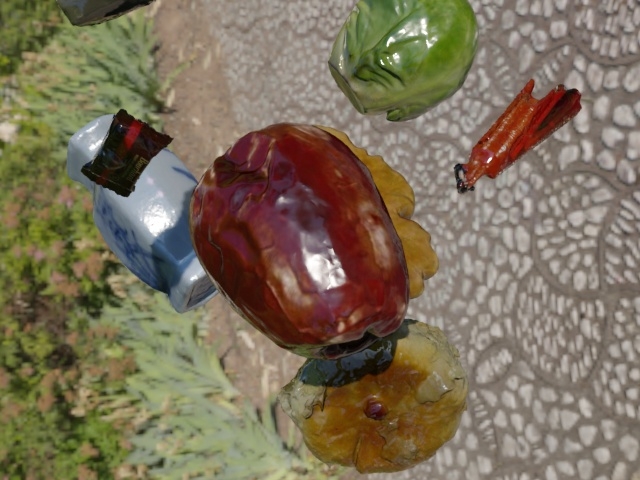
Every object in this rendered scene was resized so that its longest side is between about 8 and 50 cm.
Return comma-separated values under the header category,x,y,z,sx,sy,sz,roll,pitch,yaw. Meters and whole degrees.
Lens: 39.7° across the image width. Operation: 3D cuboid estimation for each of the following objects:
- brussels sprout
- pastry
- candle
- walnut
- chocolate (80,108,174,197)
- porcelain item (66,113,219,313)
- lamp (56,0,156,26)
category,x,y,z,sx,sy,sz,roll,pitch,yaw
brussels sprout,0.136,-0.310,1.428,0.244,0.244,0.244,1,91,61
pastry,0.082,0.224,1.240,0.257,0.235,0.121,-50,14,18
candle,0.269,-0.142,1.224,0.084,0.301,0.059,34,142,17
walnut,0.000,0.000,0.934,0.269,0.243,0.222,57,143,22
chocolate,-0.271,-0.114,1.218,0.182,0.086,0.028,-38,28,46
porcelain item,-0.341,-0.058,1.801,0.405,0.178,0.242,48,147,14
lamp,-0.112,-0.259,0.697,0.250,0.101,0.101,-47,31,-10
